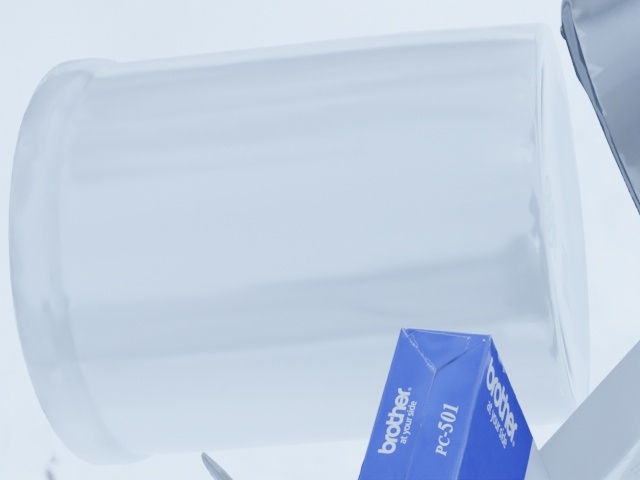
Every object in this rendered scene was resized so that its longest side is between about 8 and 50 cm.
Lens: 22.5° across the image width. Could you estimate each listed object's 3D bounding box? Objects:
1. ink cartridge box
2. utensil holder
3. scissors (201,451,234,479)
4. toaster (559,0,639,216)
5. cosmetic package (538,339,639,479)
[{"bbox_3d":[0.072,0.136,0.754,0.046,0.207,0.097,4,56,24],"label":"ink cartridge box"},{"bbox_3d":[0.000,0.000,1.249,0.385,0.328,0.328,-6,53,15],"label":"utensil holder"},{"bbox_3d":[0.002,0.147,0.678,0.021,0.109,0.297,-39,44,-7],"label":"scissors"},{"bbox_3d":[0.202,-0.070,0.662,0.129,0.227,0.146,-19,-5,-34],"label":"toaster"},{"bbox_3d":[0.195,0.113,0.889,0.239,0.099,0.060,-53,27,31],"label":"cosmetic package"}]
